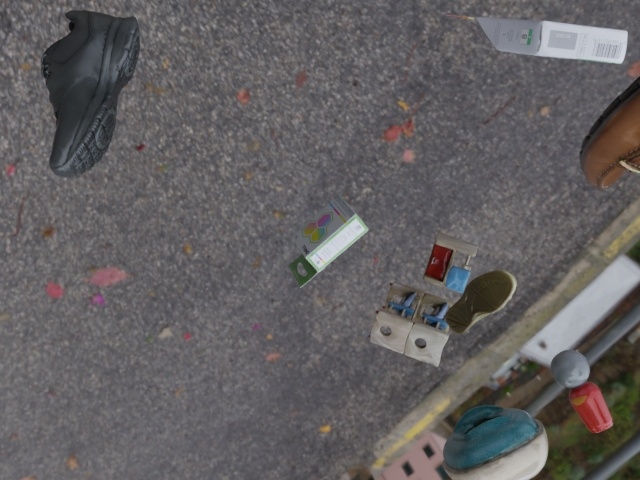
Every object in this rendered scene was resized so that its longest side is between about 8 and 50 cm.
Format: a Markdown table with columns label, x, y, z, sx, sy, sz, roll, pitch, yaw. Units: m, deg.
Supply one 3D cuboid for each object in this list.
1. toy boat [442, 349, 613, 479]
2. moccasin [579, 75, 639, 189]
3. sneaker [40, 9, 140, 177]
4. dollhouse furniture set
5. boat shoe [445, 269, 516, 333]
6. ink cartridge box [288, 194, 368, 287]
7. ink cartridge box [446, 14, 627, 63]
| label | x | y | z | sx | sy | sz | roll | pitch | yaw |
| --- | --- | --- | --- | --- | --- | --- | --- | --- | --- |
| toy boat | 0.356 | 0.323 | 1.196 | 0.318 | 0.148 | 0.267 | -26 | 170 | -3 |
| moccasin | 0.447 | -0.155 | 0.813 | 0.139 | 0.147 | 0.380 | -39 | 170 | -24 |
| sneaker | -0.368 | -0.227 | 1.018 | 0.130 | 0.287 | 0.109 | 14 | 156 | -8 |
| dollhouse furniture set | 0.177 | 0.091 | 1.159 | 0.128 | 0.129 | 0.184 | 19 | 115 | 11 |
| boat shoe | 0.241 | 0.085 | 0.981 | 0.048 | 0.056 | 0.153 | -25 | 157 | -36 |
| ink cartridge box | 0.000 | 0.000 | 1.558 | 0.209 | 0.109 | 0.062 | -41 | 125 | 4 |
| ink cartridge box | 0.331 | -0.319 | 1.052 | 0.180 | 0.224 | 0.056 | -4 | 109 | -27 |
